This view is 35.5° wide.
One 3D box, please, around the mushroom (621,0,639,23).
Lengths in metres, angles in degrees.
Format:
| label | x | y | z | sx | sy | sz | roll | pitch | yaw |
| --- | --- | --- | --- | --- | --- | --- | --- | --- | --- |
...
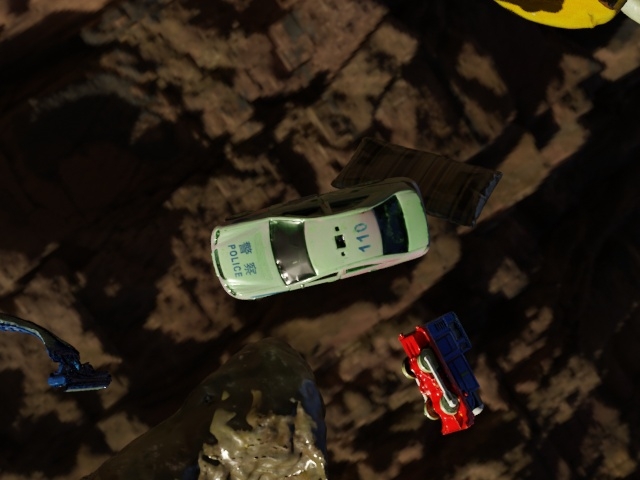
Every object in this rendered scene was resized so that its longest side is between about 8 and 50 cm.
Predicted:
| label | x | y | z | sx | sy | sz | roll | pitch | yaw |
| --- | --- | --- | --- | --- | --- | --- | --- | --- | --- |
| mushroom | 0.460 | -0.460 | 1.637 | 0.100 | 0.312 | 0.081 | -46 | 170 | -12 |

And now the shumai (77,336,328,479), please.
| label | x | y | z | sx | sy | sz | roll | pitch | yaw |
| --- | --- | --- | --- | --- | --- | --- | --- | --- | --- |
| shumai | -0.163 | 0.257 | 1.087 | 0.346 | 0.283 | 0.217 | -67 | -146 | 36 |

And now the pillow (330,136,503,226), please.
| label | x | y | z | sx | sy | sz | roll | pitch | yaw |
| --- | --- | --- | --- | --- | --- | --- | --- | --- | --- |
| pillow | 0.126 | -0.079 | 1.326 | 0.203 | 0.038 | 0.113 | 18 | -131 | 21 |

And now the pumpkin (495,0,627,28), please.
| label | x | y | z | sx | sy | sz | roll | pitch | yaw |
| --- | --- | --- | --- | --- | --- | --- | --- | --- | --- |
| pumpkin | 0.266 | -0.352 | 1.113 | 0.139 | 0.190 | 0.280 | -68 | 162 | -7 |

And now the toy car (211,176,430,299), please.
| label | x | y | z | sx | sy | sz | roll | pitch | yaw |
| --- | --- | --- | --- | --- | --- | --- | --- | --- | --- |
| toy car | 0.000 | 0.000 | 1.020 | 0.224 | 0.090 | 0.076 | -14 | -170 | -2 |

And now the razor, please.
| label | x | y | z | sx | sy | sz | roll | pitch | yaw |
| --- | --- | --- | --- | --- | --- | --- | --- | --- | --- |
| razor | -0.395 | 0.102 | 1.162 | 0.093 | 0.324 | 0.056 | 20 | 86 | -70 |

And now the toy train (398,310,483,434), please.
| label | x | y | z | sx | sy | sz | roll | pitch | yaw |
| --- | --- | --- | --- | --- | --- | --- | --- | --- | --- |
| toy train | 0.233 | 0.246 | 1.865 | 0.131 | 0.204 | 0.083 | -24 | 174 | -36 |
